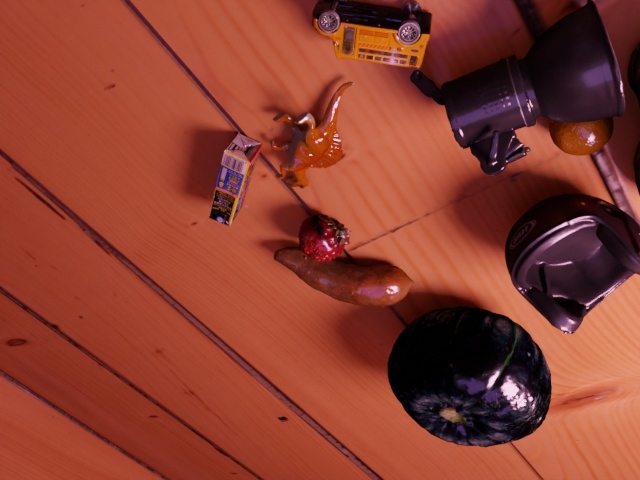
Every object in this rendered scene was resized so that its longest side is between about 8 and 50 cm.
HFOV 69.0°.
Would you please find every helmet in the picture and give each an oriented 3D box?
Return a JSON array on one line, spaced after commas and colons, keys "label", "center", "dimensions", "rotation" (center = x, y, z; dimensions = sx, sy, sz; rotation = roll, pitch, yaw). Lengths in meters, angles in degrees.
[{"label": "helmet", "center": [0.400, 0.025, 0.735], "dimensions": [0.215, 0.193, 0.189], "rotation": [17, 131, -16]}]

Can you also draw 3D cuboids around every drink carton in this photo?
[{"label": "drink carton", "center": [-0.164, -0.111, 0.872], "dimensions": [0.056, 0.071, 0.166], "rotation": [26, 131, -1]}]

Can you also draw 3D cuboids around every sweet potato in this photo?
[{"label": "sweet potato", "center": [0.043, 0.079, 0.960], "dimensions": [0.291, 0.097, 0.097], "rotation": [11, 132, 10]}]

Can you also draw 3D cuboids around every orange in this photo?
[{"label": "orange", "center": [0.372, -0.163, 0.667], "dimensions": [0.085, 0.085, 0.085], "rotation": [8, 131, 10]}]

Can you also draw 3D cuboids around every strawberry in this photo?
[{"label": "strawberry", "center": [-0.001, -0.001, 0.900], "dimensions": [0.106, 0.106, 0.106], "rotation": [8, 131, 10]}]

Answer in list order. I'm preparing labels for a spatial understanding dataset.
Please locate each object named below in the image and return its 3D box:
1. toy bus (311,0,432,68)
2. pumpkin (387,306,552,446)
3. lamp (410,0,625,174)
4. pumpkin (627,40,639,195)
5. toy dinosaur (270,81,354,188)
[{"label": "toy bus", "center": [0.069, -0.291, 0.650], "dimensions": [0.162, 0.070, 0.074], "rotation": [10, 142, 5]}, {"label": "pumpkin", "center": [0.303, 0.264, 0.951], "dimensions": [0.315, 0.238, 0.315], "rotation": [21, 134, 24]}, {"label": "lamp", "center": [0.258, -0.186, 0.624], "dimensions": [0.227, 0.147, 0.172], "rotation": [-18, 88, 29]}, {"label": "pumpkin", "center": [0.524, -0.119, 0.559], "dimensions": [0.242, 0.232, 0.325], "rotation": [-18, 126, 26]}, {"label": "toy dinosaur", "center": [-0.006, -0.162, 0.794], "dimensions": [0.212, 0.057, 0.142], "rotation": [-17, 134, 30]}]
